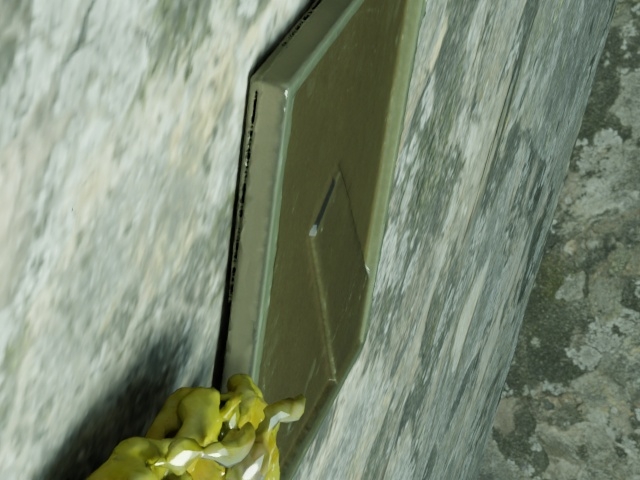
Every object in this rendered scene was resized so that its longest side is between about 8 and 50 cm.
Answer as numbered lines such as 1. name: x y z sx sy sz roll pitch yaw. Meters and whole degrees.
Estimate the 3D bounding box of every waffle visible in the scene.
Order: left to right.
1. waffle: -0.087 0.185 0.650 0.280 0.060 0.262 -36 146 -68

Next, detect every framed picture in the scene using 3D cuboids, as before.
1. framed picture: 0.000 0.000 0.844 0.247 0.022 0.335 -58 162 -50
